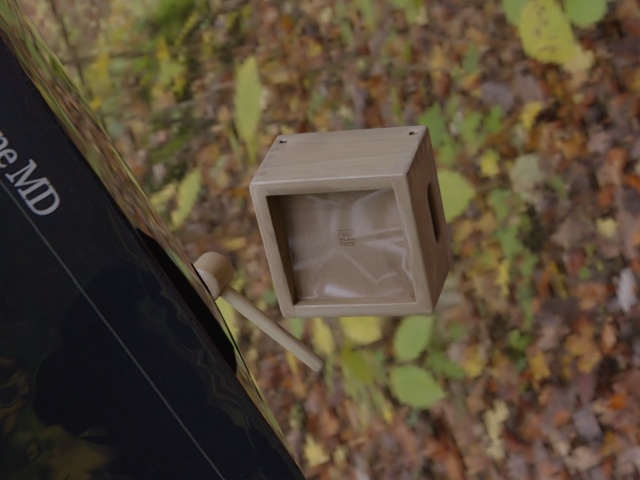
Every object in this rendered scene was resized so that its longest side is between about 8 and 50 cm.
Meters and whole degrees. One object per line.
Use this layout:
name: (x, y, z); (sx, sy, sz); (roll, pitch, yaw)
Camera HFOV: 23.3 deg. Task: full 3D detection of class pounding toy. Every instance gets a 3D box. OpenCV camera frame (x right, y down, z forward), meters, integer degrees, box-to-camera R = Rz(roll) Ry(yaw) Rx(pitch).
pounding toy: (-0.004, 0.008, 1.257); (0.206, 0.094, 0.181); (-2, 121, 19)

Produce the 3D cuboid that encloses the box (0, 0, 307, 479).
box: (-0.224, 0.047, 0.704); (0.343, 0.313, 0.179); (61, 179, -42)
